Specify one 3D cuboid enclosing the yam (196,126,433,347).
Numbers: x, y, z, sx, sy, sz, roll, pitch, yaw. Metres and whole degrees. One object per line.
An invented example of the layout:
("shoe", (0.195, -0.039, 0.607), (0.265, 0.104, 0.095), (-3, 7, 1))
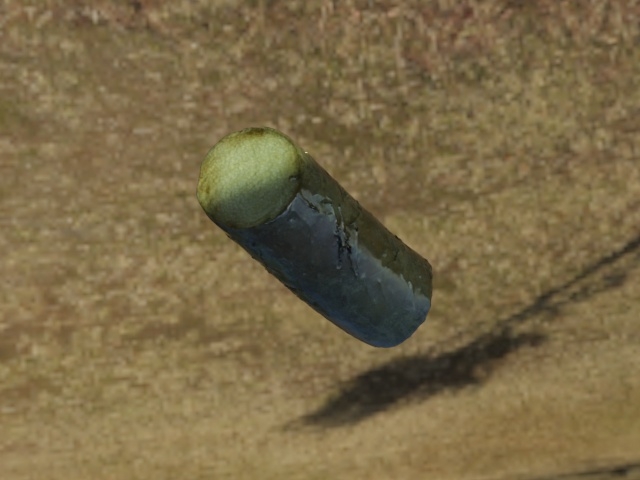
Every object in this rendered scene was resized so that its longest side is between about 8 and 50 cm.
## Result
("yam", (0.000, 0.000, 0.450), (0.043, 0.043, 0.094), (-14, 137, 39))
